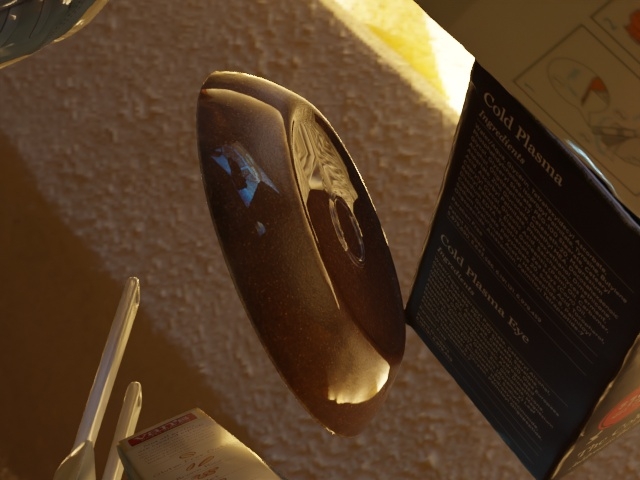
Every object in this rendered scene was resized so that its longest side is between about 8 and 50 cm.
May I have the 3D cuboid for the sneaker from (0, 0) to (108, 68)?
[{"bbox_3d":[-0.156,-0.077,0.364,0.081,0.211,0.080,20,-64,60],"label":"sneaker"}]

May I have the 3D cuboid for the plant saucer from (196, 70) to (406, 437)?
[{"bbox_3d":[0.000,0.000,0.630,0.036,0.198,0.198,-22,-99,16],"label":"plant saucer"}]

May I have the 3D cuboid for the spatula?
[{"bbox_3d":[-0.101,0.131,0.582,0.019,0.242,0.168,2,-60,2],"label":"spatula"}]

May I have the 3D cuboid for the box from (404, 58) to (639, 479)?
[{"bbox_3d":[0.258,-0.039,0.845,0.179,0.343,0.312,51,-23,24],"label":"box"}]

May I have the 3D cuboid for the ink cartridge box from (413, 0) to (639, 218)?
[{"bbox_3d":[0.234,-0.045,0.407,0.385,0.091,0.308,41,-20,-3],"label":"ink cartridge box"}]

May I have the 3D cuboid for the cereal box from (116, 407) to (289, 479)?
[{"bbox_3d":[-0.006,0.161,0.436,0.173,0.047,0.240,69,-15,-9],"label":"cereal box"}]
